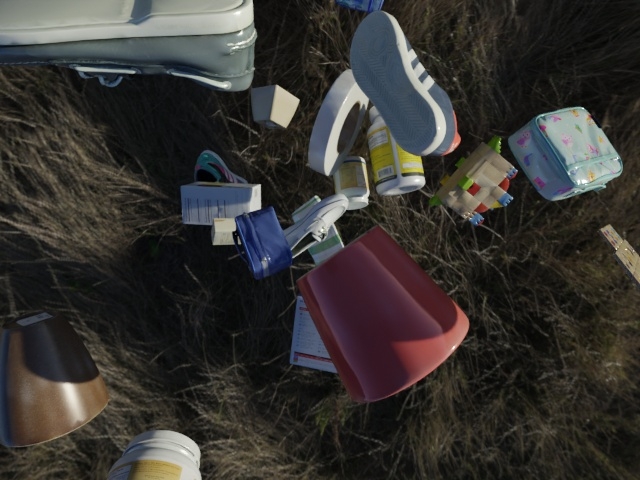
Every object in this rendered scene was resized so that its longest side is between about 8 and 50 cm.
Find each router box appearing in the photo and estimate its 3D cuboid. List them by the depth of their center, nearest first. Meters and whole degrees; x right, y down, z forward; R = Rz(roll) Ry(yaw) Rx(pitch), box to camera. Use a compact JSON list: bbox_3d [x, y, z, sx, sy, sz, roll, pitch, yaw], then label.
[{"bbox_3d":[0.056,0.391,1.685,0.335,0.082,0.301,9,99,10],"label":"router box"}]

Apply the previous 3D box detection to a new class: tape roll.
[{"bbox_3d":[0.075,-0.430,1.506,0.072,0.392,0.392,25,115,12],"label":"tape roll"}]

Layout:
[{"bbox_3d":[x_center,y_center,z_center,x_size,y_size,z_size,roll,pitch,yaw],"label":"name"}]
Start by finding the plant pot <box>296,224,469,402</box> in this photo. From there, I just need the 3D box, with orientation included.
[{"bbox_3d":[0.099,0.121,0.771,0.275,0.275,0.243,-35,87,17],"label":"plant pot"}]

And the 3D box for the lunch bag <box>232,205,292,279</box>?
[{"bbox_3d":[-0.087,0.001,0.572,0.065,0.067,0.098,-20,71,-15],"label":"lunch bag"}]

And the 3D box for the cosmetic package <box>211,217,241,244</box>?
[{"bbox_3d":[-0.204,-0.022,0.982,0.115,0.041,0.060,-1,146,-24],"label":"cosmetic package"}]

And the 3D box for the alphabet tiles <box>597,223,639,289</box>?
[{"bbox_3d":[0.781,0.084,0.979,0.011,0.342,0.285,-41,69,35],"label":"alphabet tiles"}]

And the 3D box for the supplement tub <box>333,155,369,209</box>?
[{"bbox_3d":[0.130,-0.243,1.723,0.144,0.144,0.200,-7,79,6],"label":"supplement tub"}]

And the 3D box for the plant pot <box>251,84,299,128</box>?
[{"bbox_3d":[-0.145,-0.397,1.228,0.109,0.109,0.096,9,87,37],"label":"plant pot"}]

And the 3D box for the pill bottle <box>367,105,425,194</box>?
[{"bbox_3d":[0.285,-0.355,1.568,0.188,0.188,0.334,-9,85,7],"label":"pill bottle"}]

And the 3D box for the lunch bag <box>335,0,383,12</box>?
[{"bbox_3d":[0.140,-0.843,1.268,0.176,0.090,0.219,16,149,-2],"label":"lunch bag"}]

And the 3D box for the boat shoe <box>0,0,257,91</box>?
[{"bbox_3d":[-0.226,-0.199,0.427,0.319,0.116,0.099,-4,141,-2],"label":"boat shoe"}]

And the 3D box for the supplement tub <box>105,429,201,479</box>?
[{"bbox_3d":[-0.410,0.645,0.947,0.228,0.316,0.228,-1,119,-3],"label":"supplement tub"}]

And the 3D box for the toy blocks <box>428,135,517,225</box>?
[{"bbox_3d":[0.703,-0.225,1.752,0.261,0.191,0.381,33,111,-15],"label":"toy blocks"}]

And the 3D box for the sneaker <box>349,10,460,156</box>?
[{"bbox_3d":[0.179,-0.316,0.843,0.131,0.148,0.350,-34,66,40],"label":"sneaker"}]

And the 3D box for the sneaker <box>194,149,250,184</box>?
[{"bbox_3d":[-0.408,-0.227,1.685,0.124,0.178,0.295,-33,115,32],"label":"sneaker"}]

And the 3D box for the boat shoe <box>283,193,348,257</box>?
[{"bbox_3d":[-0.013,-0.027,1.045,0.226,0.076,0.083,-37,145,12],"label":"boat shoe"}]

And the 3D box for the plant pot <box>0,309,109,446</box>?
[{"bbox_3d":[-0.607,0.279,0.890,0.215,0.215,0.230,-5,100,6],"label":"plant pot"}]

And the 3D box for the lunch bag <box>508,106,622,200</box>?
[{"bbox_3d":[0.636,-0.220,1.033,0.224,0.279,0.108,65,150,15],"label":"lunch bag"}]

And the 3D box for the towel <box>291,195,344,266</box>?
[{"bbox_3d":[0.000,0.000,1.631,0.038,0.248,0.325,-21,86,-31],"label":"towel"}]

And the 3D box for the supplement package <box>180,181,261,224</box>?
[{"bbox_3d":[-0.345,-0.130,1.421,0.244,0.139,0.134,3,105,6],"label":"supplement package"}]
